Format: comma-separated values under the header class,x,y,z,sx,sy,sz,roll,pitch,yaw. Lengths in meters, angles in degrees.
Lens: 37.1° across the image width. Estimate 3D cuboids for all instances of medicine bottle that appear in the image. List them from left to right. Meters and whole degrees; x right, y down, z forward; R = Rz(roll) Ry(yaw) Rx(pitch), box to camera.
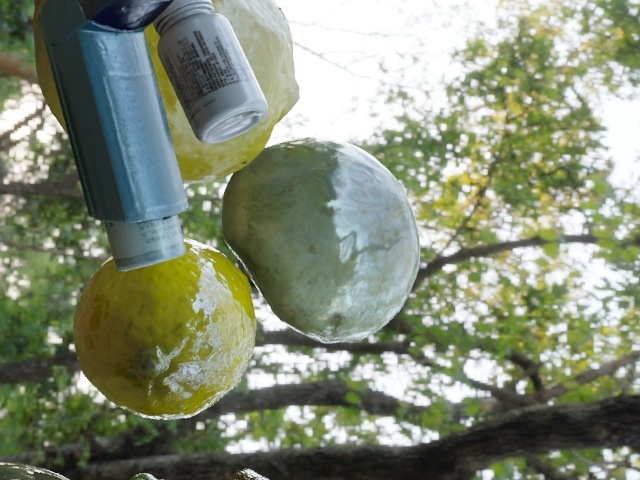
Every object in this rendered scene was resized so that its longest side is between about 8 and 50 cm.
class,x,y,z,sx,sy,sz,roll,pitch,yaw
medicine bottle,-0.161,-0.107,0.794,0.124,0.079,0.258,-8,-83,32
medicine bottle,-0.113,-0.173,0.939,0.079,0.079,0.140,-38,-106,53

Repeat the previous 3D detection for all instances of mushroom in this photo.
class,x,y,z,sx,sy,sz,roll,pitch,yaw
mushroom,0.000,0.000,1.510,0.260,0.352,0.352,-37,-127,37

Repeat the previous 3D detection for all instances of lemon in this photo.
class,x,y,z,sx,sy,sz,roll,pitch,yaw
lemon,-0.198,-0.228,1.230,0.336,0.336,0.336,-14,-106,60
lemon,-0.209,0.116,1.312,0.320,0.245,0.245,-86,-172,-77

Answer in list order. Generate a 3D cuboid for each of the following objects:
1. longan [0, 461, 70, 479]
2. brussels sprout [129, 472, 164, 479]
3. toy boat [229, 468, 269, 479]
class,x,y,z,sx,sy,sz,roll,pitch,yaw
longan,-0.340,0.375,0.967,0.319,0.318,0.319,-14,-106,60
brussels sprout,-0.242,0.406,1.312,0.155,0.117,0.155,15,-55,23
toy boat,-0.089,0.372,1.314,0.088,0.068,0.226,-61,-158,-14
